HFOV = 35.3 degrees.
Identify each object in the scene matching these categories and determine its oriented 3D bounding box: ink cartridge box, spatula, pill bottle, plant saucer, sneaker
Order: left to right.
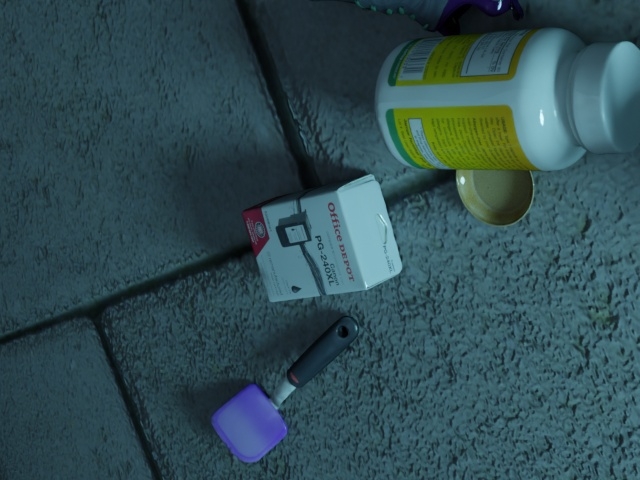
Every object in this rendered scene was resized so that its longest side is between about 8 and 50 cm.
[{"bbox_3d":[-0.038,0.175,1.196,0.084,0.030,0.296,53,133,12],"label":"spatula"},{"bbox_3d":[0.000,0.000,1.070,0.151,0.063,0.109,-11,99,44],"label":"ink cartridge box"},{"bbox_3d":[0.074,-0.221,0.907,0.224,0.083,0.098,-2,110,42],"label":"sneaker"},{"bbox_3d":[0.164,-0.054,0.933,0.083,0.015,0.083,17,117,38],"label":"plant saucer"},{"bbox_3d":[0.159,-0.117,0.842,0.208,0.118,0.117,4,109,41],"label":"pill bottle"}]
